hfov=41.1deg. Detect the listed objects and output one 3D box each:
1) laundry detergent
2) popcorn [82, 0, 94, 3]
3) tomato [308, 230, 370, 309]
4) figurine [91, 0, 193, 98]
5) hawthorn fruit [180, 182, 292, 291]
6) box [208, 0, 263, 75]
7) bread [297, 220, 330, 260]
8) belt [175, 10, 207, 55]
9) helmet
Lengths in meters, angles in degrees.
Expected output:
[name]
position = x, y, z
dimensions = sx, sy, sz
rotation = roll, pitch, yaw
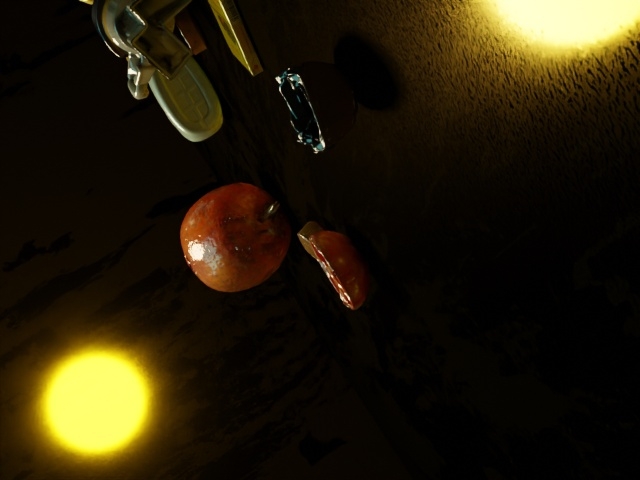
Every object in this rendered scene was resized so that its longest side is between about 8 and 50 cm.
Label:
[laundry detergent]
position = -0.346, -0.365, 2.125
dimensions = 0.264, 0.125, 0.398
rotation = 57, 175, -8
[popcorn]
position = -0.495, -0.613, 1.730
dimensions = 0.265, 0.225, 0.332
rotation = 64, 160, -8
[tomato]
position = 0.043, 0.041, 1.465
dimensions = 0.155, 0.069, 0.155
rotation = 58, 176, 7
[figurine]
position = -0.345, -0.423, 1.615
dimensions = 0.143, 0.308, 0.308
rotation = 11, -154, -37
[hawthorn fruit]
position = -0.188, -0.024, 2.091
dimensions = 0.276, 0.276, 0.307
rotation = 57, 144, 2
[box]
position = -0.136, -0.329, 1.291
dimensions = 0.087, 0.023, 0.155
rotation = 47, 168, 41
[bread]
position = 0.000, 0.000, 1.641
dimensions = 0.085, 0.053, 0.085
rotation = 43, 166, 13
[belt]
position = -0.254, -0.407, 1.673
dimensions = 0.083, 0.036, 0.059
rotation = 62, 178, -26
[helmet]
position = 0.004, -0.151, 0.928
dimensions = 0.123, 0.070, 0.098
rotation = 31, 144, 66
